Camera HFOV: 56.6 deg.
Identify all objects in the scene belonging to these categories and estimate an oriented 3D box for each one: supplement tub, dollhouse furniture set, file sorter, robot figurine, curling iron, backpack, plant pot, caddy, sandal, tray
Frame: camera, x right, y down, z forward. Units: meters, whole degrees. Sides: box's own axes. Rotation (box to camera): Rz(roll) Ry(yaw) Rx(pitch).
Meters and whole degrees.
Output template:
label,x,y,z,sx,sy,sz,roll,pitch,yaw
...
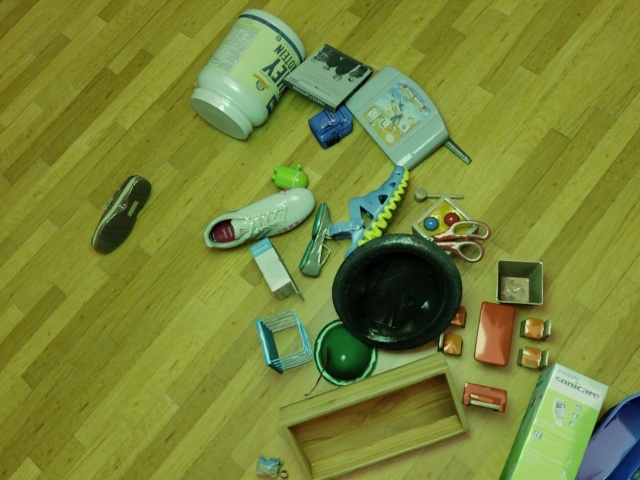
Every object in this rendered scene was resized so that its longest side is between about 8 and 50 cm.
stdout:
label,x,y,z,sx,sy,sz,roll,pitch,yaw
supplement tub,-0.217,-0.490,1.767,0.235,0.235,0.325,28,79,18
dollhouse furniture set,0.416,0.279,1.446,0.262,0.135,0.259,9,73,13
file sorter,-0.089,0.261,1.529,0.104,0.170,0.118,-17,69,0
robot figurine,-0.087,-0.178,1.728,0.115,0.067,0.101,17,77,15
curling iron,0.342,-0.324,1.715,0.068,0.035,0.274,-35,69,-2
backpack,0.036,-0.343,1.745,0.120,0.101,0.098,-29,76,-4
plant pot,0.498,0.116,1.507,0.109,0.096,0.109,3,72,11
caddy,0.707,0.493,1.299,0.241,0.179,0.341,41,83,21
sandal,0.133,-0.081,1.622,0.138,0.126,0.317,31,78,14
tray,0.129,0.428,1.424,0.410,0.076,0.203,-20,112,2

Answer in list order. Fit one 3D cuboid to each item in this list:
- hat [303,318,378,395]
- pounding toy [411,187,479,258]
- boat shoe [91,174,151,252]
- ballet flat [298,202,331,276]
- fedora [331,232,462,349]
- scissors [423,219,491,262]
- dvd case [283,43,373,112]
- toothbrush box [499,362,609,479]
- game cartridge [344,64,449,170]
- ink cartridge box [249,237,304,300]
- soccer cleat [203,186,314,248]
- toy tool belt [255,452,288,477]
label,x,y,z,sx,sy,sz,roll,pitch,yaw
hat,0.051,0.280,1.486,0.172,0.183,0.209,-8,71,8
pounding toy,0.327,-0.074,1.603,0.181,0.094,0.206,-42,70,-5
boat shoe,-0.608,-0.083,1.792,0.095,0.095,0.257,26,78,41
ballet flat,0.000,0.000,1.663,0.068,0.072,0.213,21,76,-12
fedora,0.194,0.109,1.496,0.334,0.152,0.334,5,115,12
scissors,0.284,-0.006,1.534,0.297,0.021,0.109,5,90,17
dvd case,0.026,-0.487,1.767,0.179,0.030,0.239,32,54,10
toothbrush box,0.518,0.439,1.336,0.122,0.206,0.283,24,78,18
game cartridge,0.225,-0.361,1.719,0.198,0.062,0.297,-42,68,14
ink cartridge box,-0.118,0.094,1.622,0.061,0.104,0.181,-31,69,0
soccer cleat,-0.171,-0.051,1.651,0.331,0.143,0.116,-22,97,7
toy tool belt,-0.121,0.565,1.494,0.083,0.052,0.051,4,81,11
